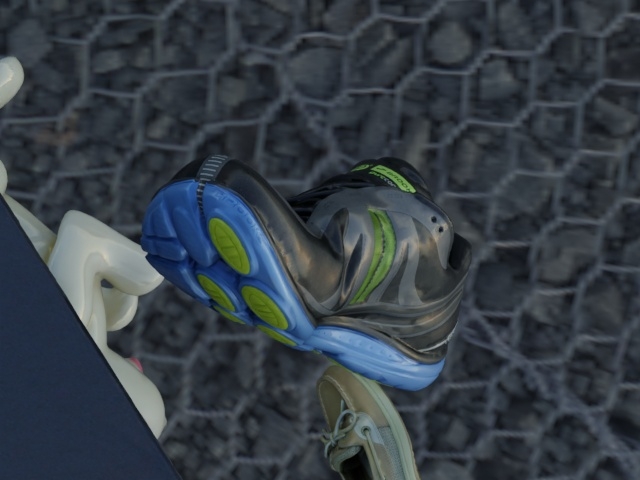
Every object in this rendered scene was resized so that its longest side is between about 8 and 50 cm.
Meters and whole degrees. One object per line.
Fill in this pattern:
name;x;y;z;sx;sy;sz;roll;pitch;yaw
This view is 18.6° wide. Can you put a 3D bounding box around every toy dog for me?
toy dog;-0.311;0.093;1.824;0.395;0.284;0.408;-37;90;-38

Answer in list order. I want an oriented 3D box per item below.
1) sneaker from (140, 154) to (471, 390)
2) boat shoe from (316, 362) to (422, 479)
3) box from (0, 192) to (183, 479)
sneaker;0.000;0.000;0.693;0.188;0.067;0.078;26;87;-59
boat shoe;0.029;0.144;1.184;0.048;0.056;0.153;-15;72;-26
box;-0.181;0.144;0.617;0.179;0.343;0.312;-8;128;-29
